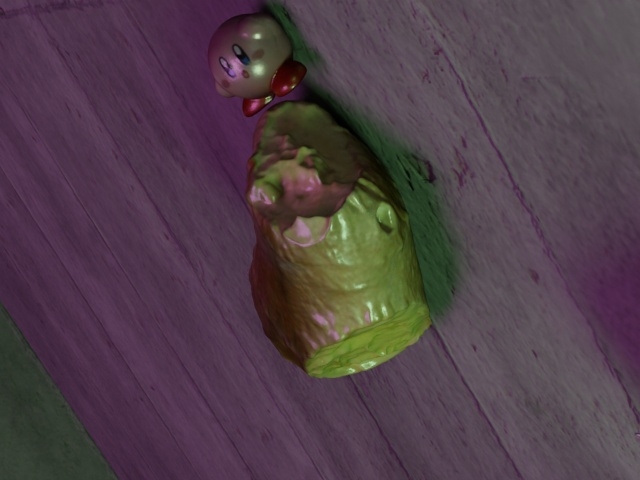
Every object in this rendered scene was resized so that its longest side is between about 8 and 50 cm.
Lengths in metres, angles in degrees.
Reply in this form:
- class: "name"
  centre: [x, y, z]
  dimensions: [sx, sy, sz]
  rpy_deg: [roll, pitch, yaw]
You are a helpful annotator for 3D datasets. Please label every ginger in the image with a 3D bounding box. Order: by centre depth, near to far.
- class: "ginger"
  centre: [0.000, 0.000, 1.426]
  dimensions: [0.221, 0.130, 0.275]
  rpy_deg: [62, 161, 6]

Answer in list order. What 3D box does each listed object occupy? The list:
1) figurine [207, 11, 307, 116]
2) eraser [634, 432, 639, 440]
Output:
- class: "figurine"
  centre: [-0.056, -0.143, 1.379]
  dimensions: [0.071, 0.067, 0.083]
  rpy_deg: [43, 130, -13]
- class: "eraser"
  centre: [0.315, 0.135, 1.009]
  dimensions: [0.155, 0.101, 0.332]
  rpy_deg: [53, 158, 2]
